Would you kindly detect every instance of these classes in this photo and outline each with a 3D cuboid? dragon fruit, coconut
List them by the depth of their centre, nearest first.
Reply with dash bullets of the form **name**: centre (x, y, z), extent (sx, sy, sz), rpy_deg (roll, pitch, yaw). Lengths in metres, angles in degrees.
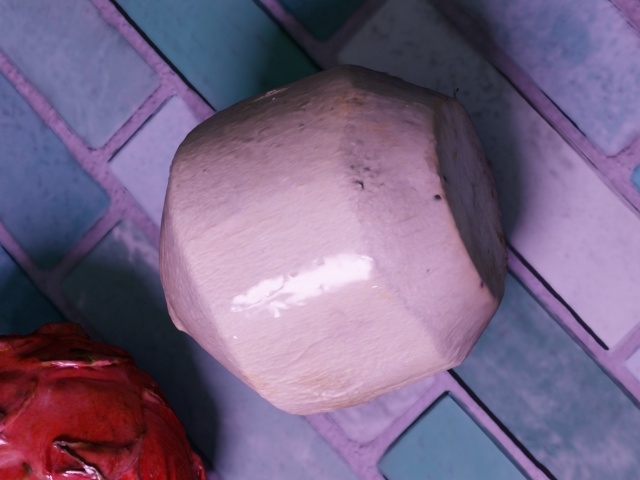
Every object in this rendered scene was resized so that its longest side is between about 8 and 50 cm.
- **coconut**: centre (0.000, 0.000, 1.343), extent (0.247, 0.245, 0.245), rpy_deg (-16, 83, 19)
- **dragon fruit**: centre (-0.210, 0.178, 1.410), extent (0.252, 0.241, 0.241), rpy_deg (44, 102, 8)
